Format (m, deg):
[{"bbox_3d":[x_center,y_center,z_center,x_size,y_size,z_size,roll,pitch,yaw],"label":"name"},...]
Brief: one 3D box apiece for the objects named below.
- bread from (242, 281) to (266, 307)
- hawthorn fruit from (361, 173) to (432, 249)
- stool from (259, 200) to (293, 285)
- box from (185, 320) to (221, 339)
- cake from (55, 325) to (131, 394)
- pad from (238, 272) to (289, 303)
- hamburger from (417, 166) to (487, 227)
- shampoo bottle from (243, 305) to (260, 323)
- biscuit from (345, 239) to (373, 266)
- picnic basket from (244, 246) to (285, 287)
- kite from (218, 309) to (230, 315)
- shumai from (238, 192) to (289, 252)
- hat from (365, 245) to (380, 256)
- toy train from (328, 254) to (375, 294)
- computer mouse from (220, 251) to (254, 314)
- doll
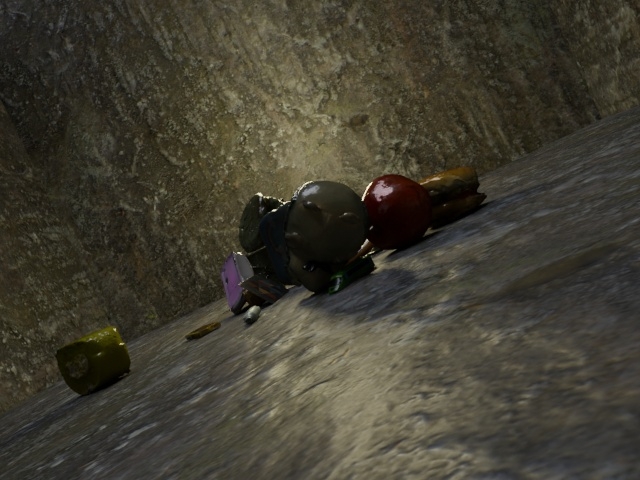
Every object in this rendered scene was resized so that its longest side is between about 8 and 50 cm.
[{"bbox_3d":[-0.235,0.201,1.882,0.070,0.083,0.077,-35,-2,0],"label":"bread"},{"bbox_3d":[0.206,-0.070,1.580,0.271,0.242,0.242,-37,8,-39],"label":"hawthorn fruit"},{"bbox_3d":[-0.045,-0.008,2.071,0.310,0.310,0.226,-23,-4,32],"label":"stool"},{"bbox_3d":[-0.425,0.327,1.860,0.089,0.022,0.156,-28,3,-37],"label":"box"},{"bbox_3d":[-0.749,0.400,1.716,0.260,0.179,0.156,-21,5,37],"label":"cake"},{"bbox_3d":[-0.199,0.169,1.851,0.003,0.142,0.211,-64,-7,12],"label":"pad"},{"bbox_3d":[0.421,-0.151,1.715,0.244,0.163,0.244,-26,-1,0],"label":"hamburger"},{"bbox_3d":[-0.207,0.225,1.541,0.049,0.034,0.141,-20,3,-2],"label":"shampoo bottle"},{"bbox_3d":[0.115,0.033,1.816,0.224,0.033,0.144,-35,23,21],"label":"biscuit"},{"bbox_3d":[-0.259,0.145,2.200,0.154,0.196,0.134,-26,-2,41],"label":"picnic basket"},{"bbox_3d":[-0.350,0.288,2.330,0.244,0.006,0.198,-25,2,-12],"label":"kite"},{"bbox_3d":[-0.229,-0.060,2.261,0.203,0.272,0.222,20,9,-32],"label":"shumai"},{"bbox_3d":[0.199,-0.020,1.920,0.252,0.110,0.252,-26,1,0],"label":"hat"},{"bbox_3d":[0.077,0.088,1.384,0.044,0.042,0.209,-25,1,35],"label":"toy train"},{"bbox_3d":[-0.330,0.168,2.064,0.158,0.071,0.310,-58,32,18],"label":"computer mouse"},{"bbox_3d":[0.000,0.000,1.456,0.247,0.247,0.350,-26,-25,-33],"label":"doll"}]
